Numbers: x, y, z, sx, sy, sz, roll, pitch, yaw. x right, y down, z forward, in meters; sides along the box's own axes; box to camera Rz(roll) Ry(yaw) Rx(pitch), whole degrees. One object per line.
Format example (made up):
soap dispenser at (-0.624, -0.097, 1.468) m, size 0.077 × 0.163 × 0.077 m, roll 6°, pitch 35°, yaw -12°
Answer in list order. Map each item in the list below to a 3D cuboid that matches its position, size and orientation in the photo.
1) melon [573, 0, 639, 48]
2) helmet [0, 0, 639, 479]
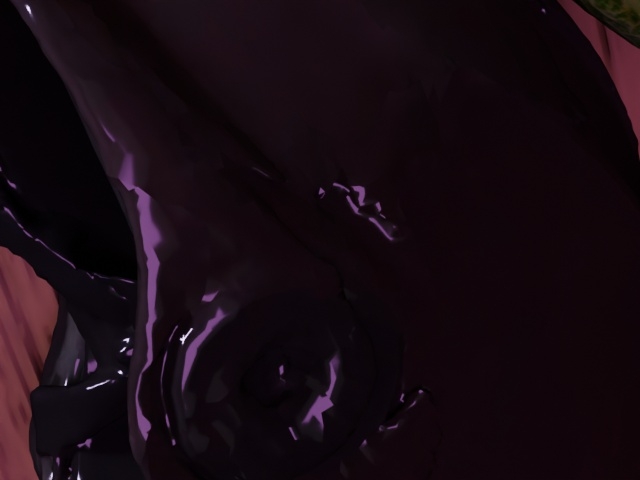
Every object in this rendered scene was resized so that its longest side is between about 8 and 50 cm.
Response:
melon at (0.141, -0.155, 0.502) m, size 0.265 × 0.129 × 0.169 m, roll -52°, pitch 133°, yaw -6°
helmet at (0.000, 0.000, 0.467) m, size 0.177 × 0.225 × 0.305 m, roll -20°, pitch 124°, yaw -16°
